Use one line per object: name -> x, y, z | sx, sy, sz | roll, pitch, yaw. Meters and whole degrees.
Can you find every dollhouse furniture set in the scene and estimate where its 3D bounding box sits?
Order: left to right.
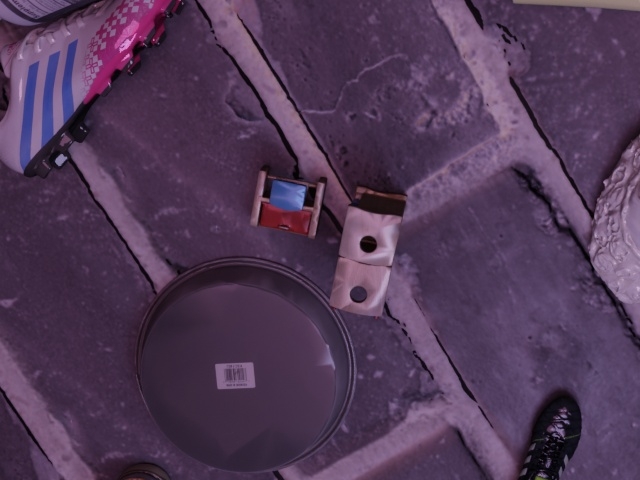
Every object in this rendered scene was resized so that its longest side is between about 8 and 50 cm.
dollhouse furniture set -> 0.000, 0.000, 1.639 | 0.184, 0.129, 0.129 | 12, 104, 4

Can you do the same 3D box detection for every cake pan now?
cake pan -> -0.102, 0.169, 1.732 | 0.293, 0.054, 0.293 | 2, 103, 7

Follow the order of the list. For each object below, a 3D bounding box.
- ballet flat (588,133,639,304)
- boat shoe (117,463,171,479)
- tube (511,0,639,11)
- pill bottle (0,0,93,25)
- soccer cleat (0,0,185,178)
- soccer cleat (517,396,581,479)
ballet flat -> 0.432, -0.101, 1.559 | 0.147, 0.147, 0.409 | 26, 106, 1
boat shoe -> -0.223, 0.453, 1.788 | 0.113, 0.103, 0.302 | -12, 101, 10
tube -> 0.341, -0.302, 1.561 | 0.240, 0.062, 0.070 | 3, 124, 4
pill bottle -> -0.308, -0.352, 1.561 | 0.319, 0.176, 0.176 | -17, 101, 24
soccer cleat -> -0.300, -0.224, 1.632 | 0.143, 0.116, 0.331 | 41, 105, -3
soccer cleat -> 0.282, 0.283, 1.698 | 0.060, 0.072, 0.179 | 21, 105, 2
